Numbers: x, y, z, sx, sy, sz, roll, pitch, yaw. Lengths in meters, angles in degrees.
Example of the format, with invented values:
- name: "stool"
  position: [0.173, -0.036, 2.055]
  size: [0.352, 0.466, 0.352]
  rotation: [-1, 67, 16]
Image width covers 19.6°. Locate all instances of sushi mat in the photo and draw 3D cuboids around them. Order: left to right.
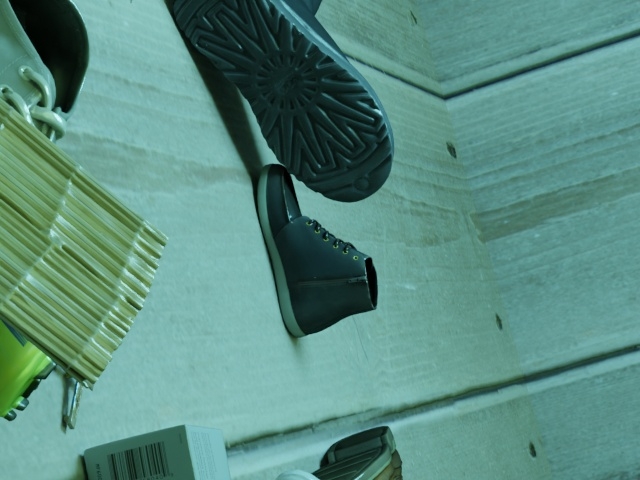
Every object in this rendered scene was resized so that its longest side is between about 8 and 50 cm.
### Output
- name: "sushi mat"
  position: [-0.251, -0.043, 1.321]
  size: [0.316, 0.019, 0.151]
  rotation: [41, 45, -18]

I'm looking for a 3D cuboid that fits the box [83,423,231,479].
- name: "box"
  position: [-0.136, 0.219, 1.605]
  size: [0.087, 0.101, 0.102]
  rotation: [23, 53, -70]

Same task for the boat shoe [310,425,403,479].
- name: "boat shoe"
  position: [0.052, 0.297, 2.152]
  size: [0.307, 0.110, 0.104]
  rotation: [-28, 99, -74]

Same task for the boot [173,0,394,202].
- name: "boot"
  position: [-0.023, -0.295, 2.402]
  size: [0.367, 0.146, 0.445]
  rotation: [53, 20, -22]

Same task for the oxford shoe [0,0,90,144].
- name: "oxford shoe"
  position: [-0.266, -0.069, 1.421]
  size: [0.449, 0.130, 0.169]
  rotation: [-83, 154, -52]

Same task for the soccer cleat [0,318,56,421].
- name: "soccer cleat"
  position: [-0.246, 0.035, 1.500]
  size: [0.121, 0.093, 0.289]
  rotation: [35, 33, -14]

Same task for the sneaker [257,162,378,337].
- name: "sneaker"
  position: [0.000, 0.000, 2.276]
  size: [0.083, 0.118, 0.222]
  rotation: [25, 50, -70]

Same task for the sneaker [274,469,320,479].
- name: "sneaker"
  position: [-0.013, 0.349, 1.956]
  size: [0.094, 0.080, 0.212]
  rotation: [-9, 83, -63]

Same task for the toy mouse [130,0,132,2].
- name: "toy mouse"
  position: [-0.228, -0.337, 2.013]
  size: [0.143, 0.031, 0.161]
  rotation: [-51, 123, -71]

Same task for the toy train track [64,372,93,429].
- name: "toy train track"
  position: [-0.213, 0.127, 1.604]
  size: [0.048, 0.014, 0.083]
  rotation: [67, 21, -45]
